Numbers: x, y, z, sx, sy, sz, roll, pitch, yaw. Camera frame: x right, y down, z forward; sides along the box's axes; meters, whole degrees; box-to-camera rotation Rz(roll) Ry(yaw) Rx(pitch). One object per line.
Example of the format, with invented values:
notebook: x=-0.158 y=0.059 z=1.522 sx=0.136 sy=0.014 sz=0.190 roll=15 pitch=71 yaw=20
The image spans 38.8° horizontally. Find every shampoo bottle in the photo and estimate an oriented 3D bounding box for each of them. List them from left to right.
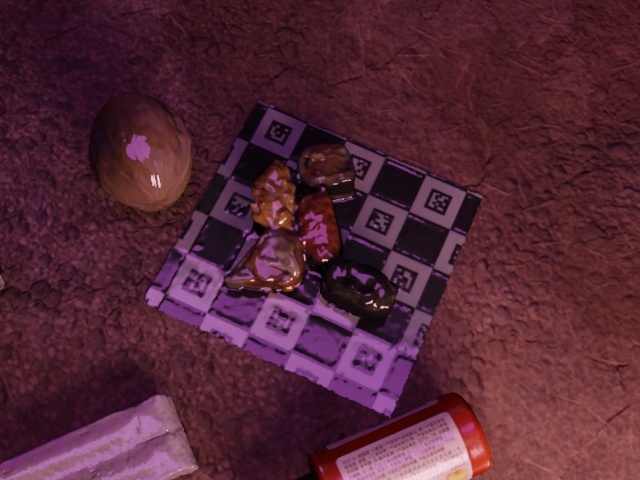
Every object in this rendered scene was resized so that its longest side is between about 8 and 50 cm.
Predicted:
shampoo bottle: x=0.057 y=0.279 z=1.081 sx=0.278 sy=0.104 sz=0.104 roll=-21 pitch=71 yaw=-10

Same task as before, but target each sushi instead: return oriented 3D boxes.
sushi: x=0.000 y=0.000 z=1.208 sx=0.359 sy=0.064 sz=0.343 roll=24 pitch=70 yaw=6

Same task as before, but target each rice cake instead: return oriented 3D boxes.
rice cake: x=-0.304 y=0.287 z=1.092 sx=0.298 sy=0.050 sz=0.106 roll=-22 pitch=71 yaw=-10

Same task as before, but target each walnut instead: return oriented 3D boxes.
walnut: x=-0.237 y=-0.116 z=1.201 sx=0.140 sy=0.140 sz=0.162 roll=-4 pitch=70 yaw=-4

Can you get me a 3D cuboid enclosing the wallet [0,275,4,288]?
wallet: x=-0.537 y=0.046 z=1.110 sx=0.250 sy=0.075 sz=0.176 roll=-23 pitch=72 yaw=-39
